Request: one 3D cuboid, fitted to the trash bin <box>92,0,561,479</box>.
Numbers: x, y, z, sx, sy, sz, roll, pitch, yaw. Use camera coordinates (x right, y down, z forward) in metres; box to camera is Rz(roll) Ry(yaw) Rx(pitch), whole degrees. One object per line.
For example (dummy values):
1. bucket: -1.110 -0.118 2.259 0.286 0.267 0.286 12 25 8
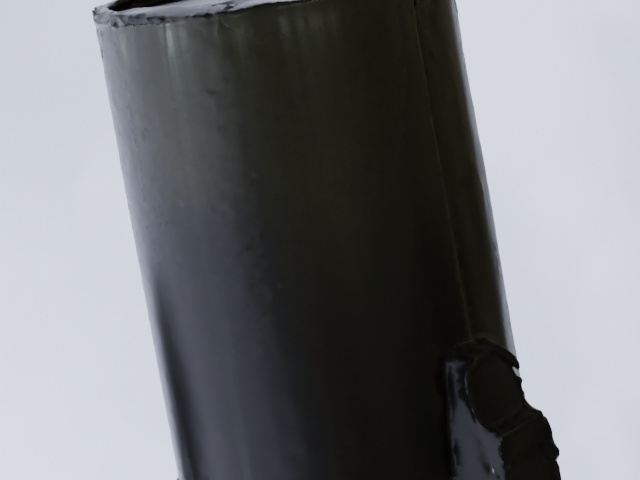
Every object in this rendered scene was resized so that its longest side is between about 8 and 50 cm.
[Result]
1. trash bin: 0.000 0.000 1.081 0.203 0.252 0.302 -21 -75 -43
